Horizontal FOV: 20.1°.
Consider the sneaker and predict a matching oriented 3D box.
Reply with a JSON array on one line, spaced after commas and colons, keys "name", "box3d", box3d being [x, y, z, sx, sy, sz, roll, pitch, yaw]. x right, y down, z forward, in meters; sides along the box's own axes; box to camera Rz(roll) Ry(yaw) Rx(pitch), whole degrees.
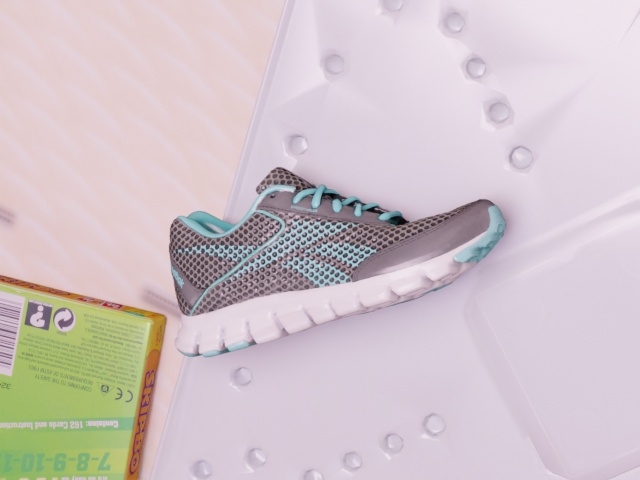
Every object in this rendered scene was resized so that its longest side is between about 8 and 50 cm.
[{"name": "sneaker", "box3d": [0.000, 0.000, 0.819, 0.166, 0.065, 0.076, -17, 89, 17]}]

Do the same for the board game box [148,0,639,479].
[{"name": "board game box", "box3d": [0.140, 0.044, 0.841, 0.390, 0.050, 0.390, 20, 104, 14]}]

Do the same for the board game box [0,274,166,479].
[{"name": "board game box", "box3d": [-0.178, 0.159, 1.113, 0.124, 0.039, 0.259, 13, 96, 13]}]
